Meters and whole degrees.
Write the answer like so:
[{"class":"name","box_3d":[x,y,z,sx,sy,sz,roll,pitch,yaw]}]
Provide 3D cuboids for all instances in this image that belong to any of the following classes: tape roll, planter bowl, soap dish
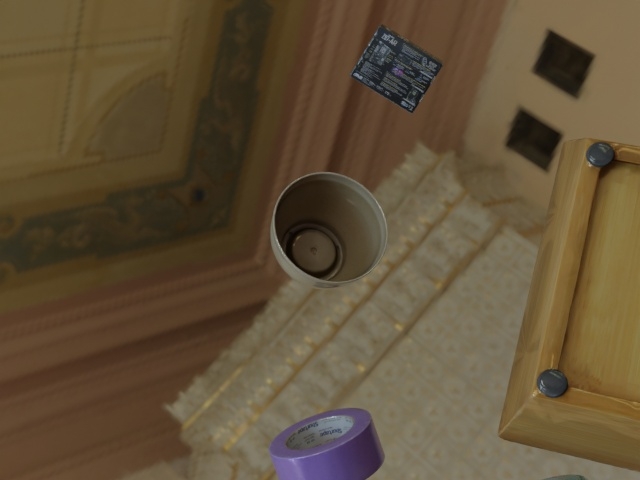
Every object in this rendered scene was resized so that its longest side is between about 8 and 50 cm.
[{"class":"tape roll","box_3d":[0.011,0.367,2.051,0.189,0.189,0.080,-26,-76,-34]},{"class":"planter bowl","box_3d":[0.000,0.000,1.645,0.162,0.162,0.109,-34,-8,-26]},{"class":"soap dish","box_3d":[0.297,0.053,1.026,0.118,0.229,0.290,67,-143,-68]}]

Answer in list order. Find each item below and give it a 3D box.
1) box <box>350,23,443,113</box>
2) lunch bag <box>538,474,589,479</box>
[{"class":"box","box_3d":[0.085,-0.191,1.319,0.067,0.083,0.018,-59,3,21]},{"class":"lunch bag","box_3d":[0.162,0.339,1.184,0.224,0.107,0.279,-21,1,29]}]
